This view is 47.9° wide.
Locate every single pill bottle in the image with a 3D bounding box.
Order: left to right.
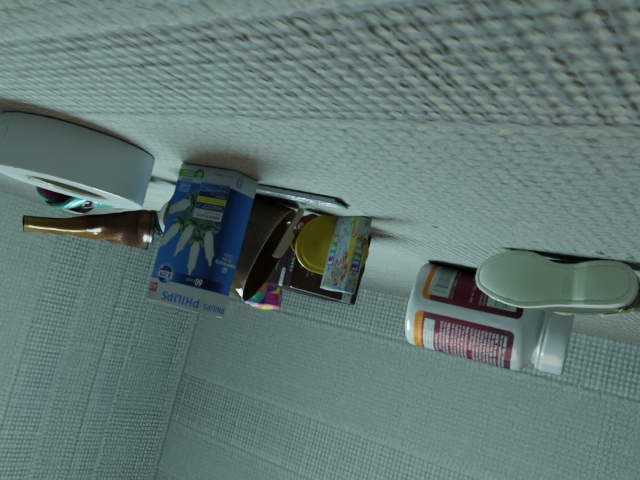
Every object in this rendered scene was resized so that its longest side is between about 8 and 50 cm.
[{"bbox_3d":[0.433,0.202,1.839,0.392,0.224,0.224,12,174,20],"label":"pill bottle"}]

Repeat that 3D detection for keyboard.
[{"bbox_3d":[-0.074,-0.087,1.372,0.256,0.014,0.072,12,173,22],"label":"keyboard"}]

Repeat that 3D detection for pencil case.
[{"bbox_3d":[-0.141,0.068,1.938,0.104,0.236,0.104,7,168,2],"label":"pencil case"}]

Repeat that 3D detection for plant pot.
[{"bbox_3d":[-0.202,-0.023,1.502,0.230,0.215,0.215,29,176,9],"label":"plant pot"}]

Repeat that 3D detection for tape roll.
[{"bbox_3d":[-0.461,-0.143,1.344,0.286,0.100,0.286,14,174,1],"label":"tape roll"}]

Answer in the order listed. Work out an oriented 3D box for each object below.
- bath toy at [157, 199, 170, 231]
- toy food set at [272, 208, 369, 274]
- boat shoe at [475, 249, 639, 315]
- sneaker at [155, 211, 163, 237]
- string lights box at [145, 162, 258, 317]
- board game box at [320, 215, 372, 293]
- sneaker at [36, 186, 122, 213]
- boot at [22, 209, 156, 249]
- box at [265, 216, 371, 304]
[{"bbox_3d":[-0.269,-0.035,1.770,0.129,0.151,0.348,-25,160,10],"label":"bath toy"},{"bbox_3d":[0.000,0.000,1.552,0.218,0.128,0.071,19,-171,-30],"label":"toy food set"},{"bbox_3d":[0.432,0.084,1.316,0.305,0.109,0.091,3,163,43],"label":"boat shoe"},{"bbox_3d":[-0.457,-0.039,2.351,0.237,0.085,0.086,15,-178,22],"label":"sneaker"},{"bbox_3d":[-0.216,-0.001,1.321,0.133,0.260,0.077,10,172,30],"label":"string lights box"},{"bbox_3d":[0.051,0.028,1.464,0.026,0.154,0.103,17,173,-26],"label":"board game box"},{"bbox_3d":[-0.589,-0.122,1.682,0.295,0.124,0.178,-2,170,41],"label":"sneaker"},{"bbox_3d":[-0.538,-0.043,1.674,0.280,0.096,0.264,7,-178,-29],"label":"boot"},{"bbox_3d":[-0.011,0.047,1.703,0.167,0.168,0.203,17,173,-21],"label":"box"}]
